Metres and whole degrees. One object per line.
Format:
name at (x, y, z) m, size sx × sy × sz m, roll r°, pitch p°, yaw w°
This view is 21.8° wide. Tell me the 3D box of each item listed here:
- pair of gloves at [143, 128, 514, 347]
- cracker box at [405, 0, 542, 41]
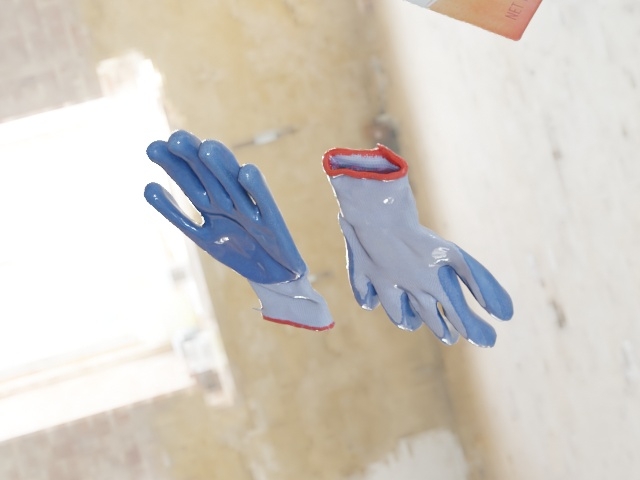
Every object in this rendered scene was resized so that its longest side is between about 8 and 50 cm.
pair of gloves at (0.000, 0.000, 0.855) m, size 0.198 × 0.023 × 0.159 m, roll 8°, pitch 145°, yaw 33°
cracker box at (0.004, -0.182, 0.586) m, size 0.155 × 0.232 × 0.067 m, roll -61°, pitch 25°, yaw 28°
